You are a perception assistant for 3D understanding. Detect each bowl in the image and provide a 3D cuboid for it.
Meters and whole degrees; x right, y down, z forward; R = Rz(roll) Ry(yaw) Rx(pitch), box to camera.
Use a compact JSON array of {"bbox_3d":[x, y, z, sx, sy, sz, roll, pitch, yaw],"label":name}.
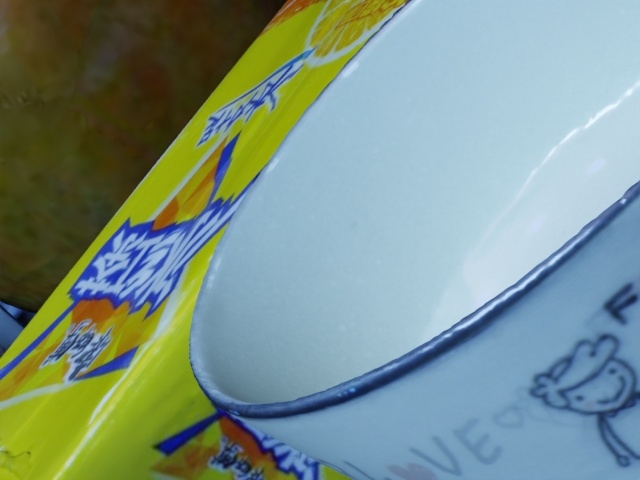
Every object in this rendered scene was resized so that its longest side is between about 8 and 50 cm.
[{"bbox_3d":[0.086,-0.005,0.582,0.237,0.126,0.238,-38,23,19],"label":"bowl"}]

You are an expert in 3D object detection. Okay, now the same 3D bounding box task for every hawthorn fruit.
[{"bbox_3d":[-0.145,-0.118,0.973,0.267,0.301,0.268,-27,40,25],"label":"hawthorn fruit"}]

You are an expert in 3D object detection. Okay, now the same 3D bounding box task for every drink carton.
[{"bbox_3d":[0.000,0.000,0.761,0.351,0.111,0.154,-53,22,-16],"label":"drink carton"}]

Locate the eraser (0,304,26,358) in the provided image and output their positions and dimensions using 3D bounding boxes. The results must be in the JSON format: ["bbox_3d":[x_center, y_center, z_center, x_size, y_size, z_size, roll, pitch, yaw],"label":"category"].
[{"bbox_3d":[-0.203,0.071,1.098,0.083,0.038,0.019,-52,17,-19],"label":"eraser"}]
